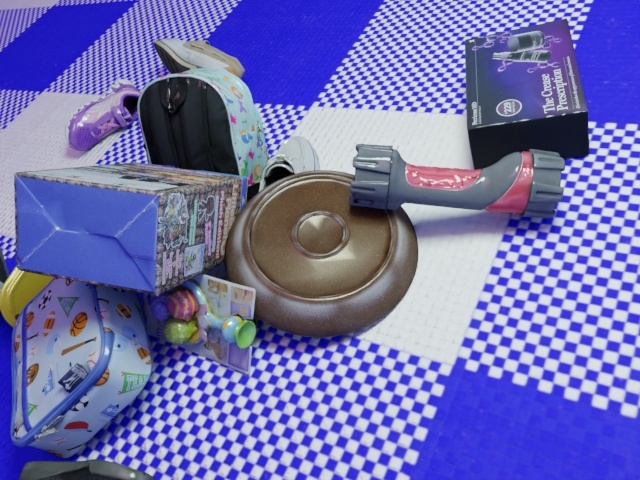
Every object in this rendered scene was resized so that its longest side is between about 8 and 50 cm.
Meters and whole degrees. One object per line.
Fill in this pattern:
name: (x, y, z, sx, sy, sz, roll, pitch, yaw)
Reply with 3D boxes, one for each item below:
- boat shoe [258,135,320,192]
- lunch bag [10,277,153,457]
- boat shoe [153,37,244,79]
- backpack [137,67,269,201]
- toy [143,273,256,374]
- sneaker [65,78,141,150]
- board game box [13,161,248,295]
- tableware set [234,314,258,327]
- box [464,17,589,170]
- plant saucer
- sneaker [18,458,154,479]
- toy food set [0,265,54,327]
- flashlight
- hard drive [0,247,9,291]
boat shoe: (-0.067, -0.114, 1.072, 0.096, 0.088, 0.268, -4, 50, 21)
lunch bag: (-0.396, 0.179, 0.923, 0.243, 0.115, 0.303, -41, 43, 10)
boat shoe: (-0.307, -0.447, 1.464, 0.103, 0.113, 0.302, -42, 58, -16)
backpack: (-0.220, -0.197, 1.099, 0.225, 0.254, 0.191, 0, 26, 25)
toy: (-0.209, 0.118, 0.901, 0.237, 0.137, 0.056, 12, 14, 28)
sneaker: (-0.530, -0.310, 1.453, 0.104, 0.095, 0.236, 26, 64, 30)
board game box: (-0.279, -0.035, 0.910, 0.232, 0.141, 0.291, 9, 12, 14)
tableware set: (-0.097, 0.085, 0.957, 0.104, 0.024, 0.154, 29, 66, 39)
box: (0.350, -0.256, 1.006, 0.184, 0.103, 0.261, -8, 48, 21)
plant saucer: (0.000, 0.000, 0.909, 0.310, 0.050, 0.311, -1, 58, 2)
sneaker: (-0.326, 0.365, 0.773, 0.227, 0.087, 0.130, -11, 49, 19)
toy food set: (-0.521, 0.080, 1.103, 0.071, 0.128, 0.218, -21, 38, 48)
flashlight: (0.200, -0.097, 0.873, 0.304, 0.103, 0.103, 8, 56, 7)
hard drive: (-0.719, 0.118, 1.096, 0.254, 0.054, 0.172, -36, 47, -9)
